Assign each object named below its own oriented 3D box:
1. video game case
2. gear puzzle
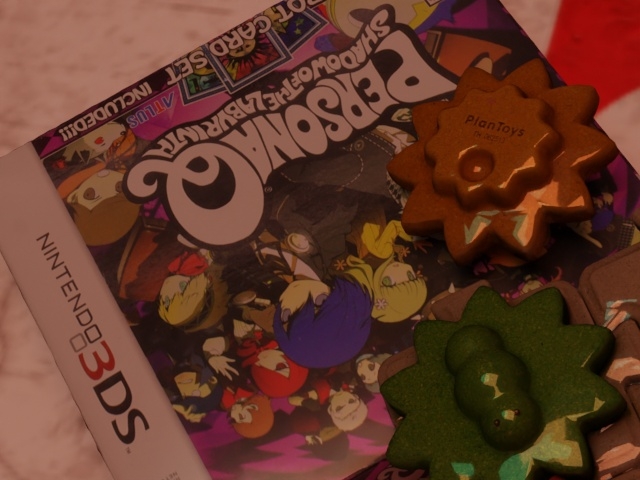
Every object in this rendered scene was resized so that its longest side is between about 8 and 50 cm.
[{"bbox_3d":[0.000,0.000,0.666,0.232,0.042,0.210,-29,58,-4],"label":"video game case"},{"bbox_3d":[0.106,0.056,0.538,0.175,0.044,0.339,-25,52,8],"label":"gear puzzle"}]
